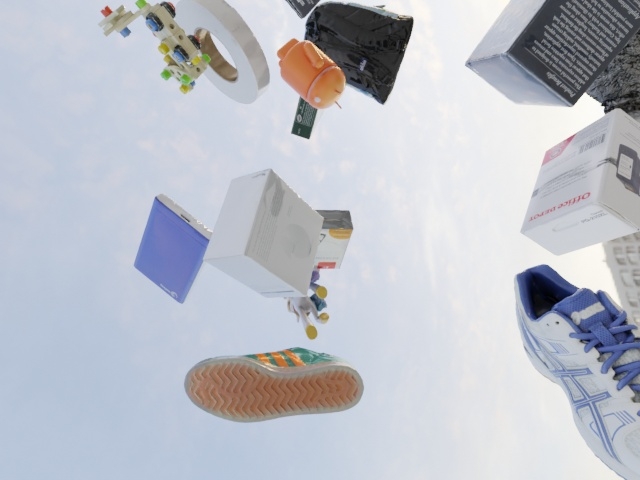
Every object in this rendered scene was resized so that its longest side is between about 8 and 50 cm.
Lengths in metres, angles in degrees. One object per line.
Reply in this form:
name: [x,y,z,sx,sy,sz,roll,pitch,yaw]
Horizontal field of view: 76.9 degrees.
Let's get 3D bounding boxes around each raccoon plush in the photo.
raccoon plush: [1.000,-0.536,1.213,0.217,0.299,0.445,4,-128,-15]

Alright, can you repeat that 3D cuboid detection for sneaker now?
sneaker: [0.286,0.123,0.412,0.112,0.296,0.130,-27,-72,1]
sneaker: [-0.081,0.252,0.725,0.303,0.121,0.107,4,-93,-7]

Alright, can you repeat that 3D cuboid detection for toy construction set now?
toy construction set: [-0.475,-0.593,1.210,0.328,0.215,0.151,31,-101,-44]

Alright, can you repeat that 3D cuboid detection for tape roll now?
tape roll: [-0.339,-0.658,1.401,0.072,0.392,0.392,-48,-62,-18]

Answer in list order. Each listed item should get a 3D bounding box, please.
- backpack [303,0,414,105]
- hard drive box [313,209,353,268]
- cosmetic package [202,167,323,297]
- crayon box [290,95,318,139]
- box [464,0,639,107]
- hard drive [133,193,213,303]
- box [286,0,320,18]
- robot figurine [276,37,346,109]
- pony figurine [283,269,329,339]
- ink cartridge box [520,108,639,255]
backpack: [0.114,-0.675,1.401,0.273,0.356,0.289,-70,-3,-58]
hard drive box: [0.000,0.000,1.418,0.181,0.232,0.089,0,-128,-11]
cosmetic package: [-0.125,-0.008,0.962,0.225,0.138,0.223,43,-130,-45]
crayon box: [-0.025,-0.560,1.599,0.083,0.203,0.322,19,-143,-1]
box: [0.597,-0.551,0.974,0.212,0.293,0.395,33,-72,-11]
hard drive: [-0.454,0.036,1.238,0.210,0.318,0.040,38,-143,3]
box: [-0.018,-0.499,0.638,0.153,0.207,0.108,55,-165,22]
robot figurine: [-0.021,-0.447,1.093,0.219,0.158,0.128,45,-137,9]
pony figurine: [-0.095,0.176,1.524,0.303,0.363,0.350,-19,-84,-17]
ink cartridge box: [0.512,-0.106,0.779,0.100,0.172,0.237,33,-115,-7]
